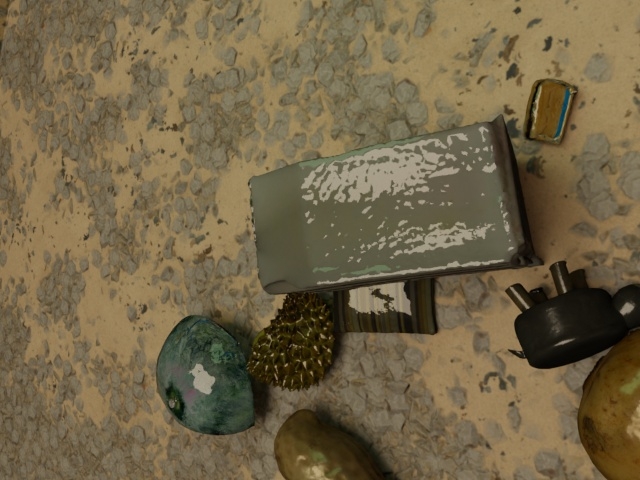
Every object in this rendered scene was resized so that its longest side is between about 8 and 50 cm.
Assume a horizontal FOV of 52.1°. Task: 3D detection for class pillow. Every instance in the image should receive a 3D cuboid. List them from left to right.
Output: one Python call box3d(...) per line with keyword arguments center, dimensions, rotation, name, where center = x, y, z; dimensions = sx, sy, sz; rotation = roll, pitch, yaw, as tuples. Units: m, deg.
box3d(center=(0.121, 0.081, 1.289), dimensions=(0.212, 0.052, 0.208), rotation=(-2, 90, 22), name="pillow")

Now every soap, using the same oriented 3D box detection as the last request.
box3d(center=(0.119, -0.032, 1.083), dimensions=(0.435, 0.350, 0.212), rotation=(-10, 85, 22), name="soap")

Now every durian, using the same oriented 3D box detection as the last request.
box3d(center=(-0.055, 0.208, 1.399), dimensions=(0.172, 0.166, 0.306), rotation=(13, 117, -2), name="durian")

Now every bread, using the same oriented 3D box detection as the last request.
box3d(center=(0.384, -0.219, 1.104), dimensions=(0.072, 0.053, 0.105), rotation=(14, 103, 12), name="bread")

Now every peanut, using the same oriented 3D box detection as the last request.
box3d(center=(0.042, 0.511, 1.309), dimensions=(0.387, 0.170, 0.192), rotation=(53, 124, 27), name="peanut")

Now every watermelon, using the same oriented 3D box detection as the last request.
box3d(center=(-0.288, 0.301, 1.506), dimensions=(0.322, 0.175, 0.188), rotation=(27, 137, 33), name="watermelon")

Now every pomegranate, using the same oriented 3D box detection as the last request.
box3d(center=(0.492, 0.243, 0.916), dimensions=(0.261, 0.260, 0.260), rotation=(1, 92, 37), name="pomegranate")

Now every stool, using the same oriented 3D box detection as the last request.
box3d(center=(0.410, 0.117, 1.051), dimensions=(0.153, 0.228, 0.139), rotation=(93, 163, -63), name="stool")
